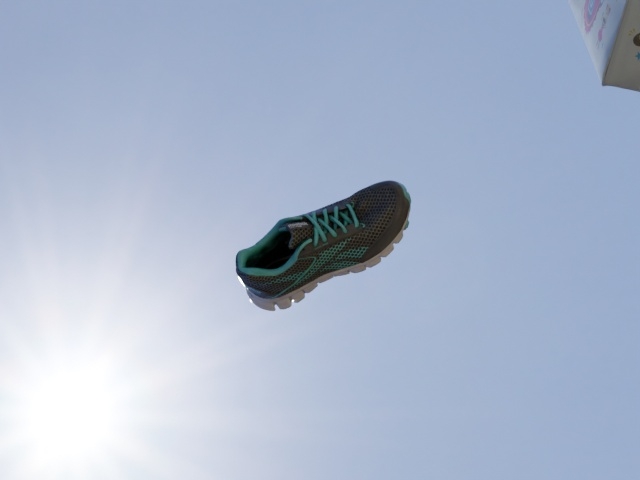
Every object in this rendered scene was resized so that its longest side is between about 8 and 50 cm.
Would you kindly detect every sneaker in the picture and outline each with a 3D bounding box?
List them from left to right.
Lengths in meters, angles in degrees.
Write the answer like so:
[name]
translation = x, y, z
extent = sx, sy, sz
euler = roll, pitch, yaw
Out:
[sneaker]
translation = 0.000, 0.000, 1.394
extent = 0.166, 0.065, 0.076
euler = -34, -28, 8

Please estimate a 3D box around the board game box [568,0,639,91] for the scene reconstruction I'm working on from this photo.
[board game box]
translation = 0.348, -0.158, 1.204
extent = 0.224, 0.303, 0.098
euler = -85, 7, -66
